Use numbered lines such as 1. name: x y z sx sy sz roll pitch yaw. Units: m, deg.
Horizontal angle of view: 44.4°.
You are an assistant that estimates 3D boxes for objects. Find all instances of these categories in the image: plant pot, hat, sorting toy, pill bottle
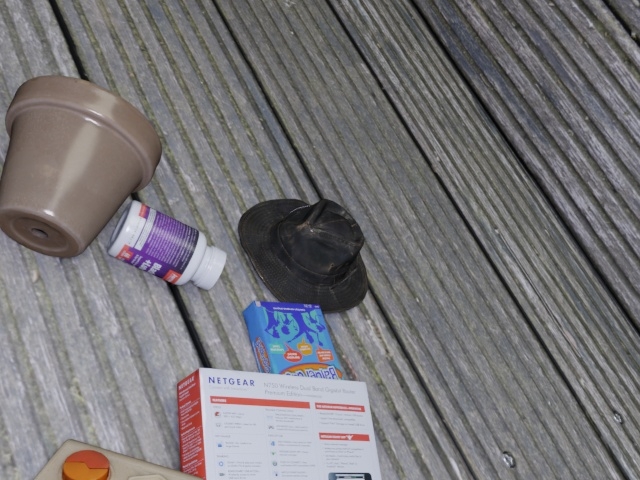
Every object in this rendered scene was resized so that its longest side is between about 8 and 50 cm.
1. plant pot: -0.426 -0.105 1.304 0.263 0.263 0.229 28 57 -19
2. hat: 0.000 0.000 1.651 0.331 0.134 0.331 25 42 -24
3. sorting toy: -0.238 0.355 1.020 0.307 0.041 0.229 14 20 7
4. pill bottle: -0.273 0.015 1.409 0.193 0.108 0.108 27 40 -20

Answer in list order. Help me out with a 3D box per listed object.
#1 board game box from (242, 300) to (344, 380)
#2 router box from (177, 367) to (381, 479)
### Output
1. board game box: -0.045 0.216 1.471 0.160 0.047 0.210 7 51 -38
2. router box: -0.054 0.369 1.250 0.335 0.082 0.301 12 56 -34
